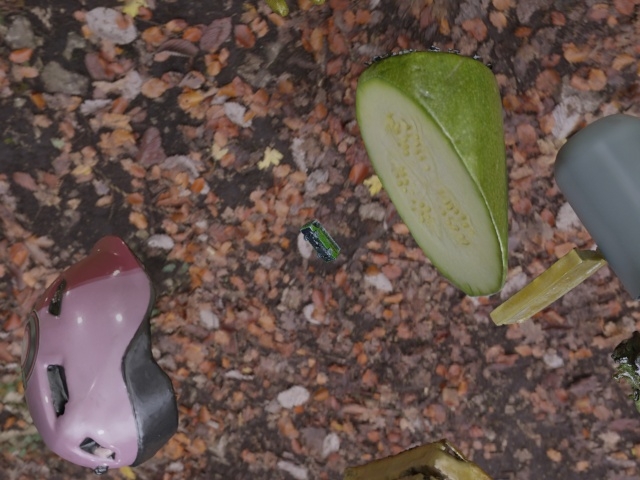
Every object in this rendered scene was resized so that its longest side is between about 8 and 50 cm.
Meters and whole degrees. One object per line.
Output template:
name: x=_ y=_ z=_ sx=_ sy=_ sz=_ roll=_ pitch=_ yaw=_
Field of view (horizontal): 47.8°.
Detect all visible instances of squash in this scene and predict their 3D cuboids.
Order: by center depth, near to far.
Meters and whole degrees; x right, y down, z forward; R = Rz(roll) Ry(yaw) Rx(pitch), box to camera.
squash: x=0.128 y=-0.072 z=0.857 sx=0.189 sy=0.189 sz=0.260 roll=2 pitch=80 yaw=9

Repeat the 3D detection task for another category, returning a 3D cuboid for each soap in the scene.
soap: x=0.451 y=0.096 z=1.444 sx=0.092 sy=0.037 sz=0.252 roll=1 pitch=145 yaw=-35

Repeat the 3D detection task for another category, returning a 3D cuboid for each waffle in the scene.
waffle: x=0.147 y=0.378 z=0.957 sx=0.213 sy=0.091 sz=0.308 roll=43 pitch=147 yaw=-1

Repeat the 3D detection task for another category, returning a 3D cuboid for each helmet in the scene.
helmet: x=-0.260 y=0.138 z=0.812 sx=0.253 sy=0.154 sz=0.198 roll=61 pitch=145 yaw=7

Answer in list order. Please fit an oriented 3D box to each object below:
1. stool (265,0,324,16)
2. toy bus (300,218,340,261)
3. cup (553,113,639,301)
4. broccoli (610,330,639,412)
stool: x=-0.057 y=-0.439 z=1.167 sx=0.110 sy=0.134 sz=0.135 roll=41 pitch=97 yaw=28
toy bus: x=0.000 y=0.000 z=1.303 sx=0.031 sy=0.037 sz=0.083 roll=-18 pitch=120 yaw=39
cup: x=0.579 y=-0.069 z=1.318 sx=0.205 sy=0.205 sz=0.312 roll=-35 pitch=66 yaw=21
broccoli: x=0.556 y=0.250 z=1.112 sx=0.247 sy=0.243 sz=0.263 roll=17 pitch=151 yaw=-17
